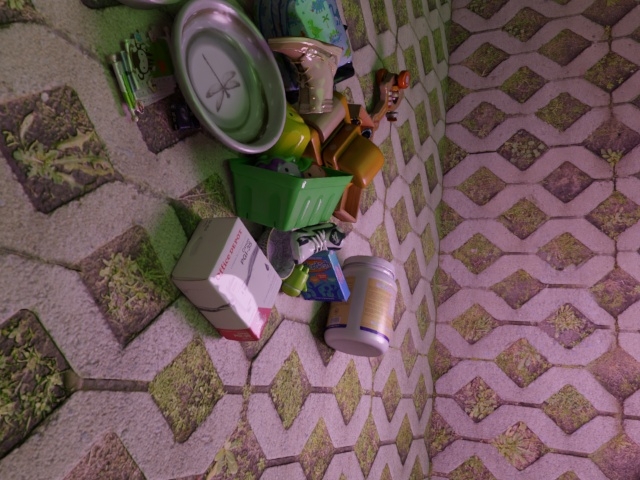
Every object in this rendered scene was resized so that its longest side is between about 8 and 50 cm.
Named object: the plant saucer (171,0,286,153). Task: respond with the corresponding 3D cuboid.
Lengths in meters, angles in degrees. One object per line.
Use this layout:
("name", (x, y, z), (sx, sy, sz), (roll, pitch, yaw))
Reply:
("plant saucer", (-0.245, -0.406, 1.417), (0.401, 0.101, 0.399), (26, 58, -52))

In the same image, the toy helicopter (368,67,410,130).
("toy helicopter", (0.298, -0.615, 2.577), (0.355, 0.140, 0.234), (-57, 148, -32))

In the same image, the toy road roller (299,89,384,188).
("toy road roller", (0.073, -0.312, 1.862), (0.202, 0.241, 0.329), (-53, 149, -22))

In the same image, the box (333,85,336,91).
("box", (0.020, -0.461, 2.063), (0.175, 0.051, 0.220), (-47, 130, -54))

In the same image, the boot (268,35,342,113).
("boot", (-0.048, -0.461, 1.574), (0.262, 0.095, 0.203), (-8, 111, -49))

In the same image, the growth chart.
("growth chart", (-0.393, -0.393, 1.280), (0.237, 0.021, 0.171), (-58, 139, -51))

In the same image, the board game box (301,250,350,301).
("board game box", (-0.007, 0.113, 1.865), (0.047, 0.160, 0.210), (-60, 139, -45))

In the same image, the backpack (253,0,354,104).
("backpack", (-0.055, -0.630, 1.715), (0.290, 0.273, 0.355), (-29, 105, -21))

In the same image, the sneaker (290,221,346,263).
("sneaker", (0.000, 0.000, 1.722), (0.235, 0.153, 0.093), (-54, 136, -72))

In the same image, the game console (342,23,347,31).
("game console", (-0.042, -0.743, 1.981), (0.293, 0.174, 0.250), (-36, 152, -57))

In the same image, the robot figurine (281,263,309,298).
("robot figurine", (-0.082, 0.130, 1.799), (0.101, 0.067, 0.115), (28, 85, -31))

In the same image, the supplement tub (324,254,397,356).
("supplement tub", (0.157, 0.246, 2.093), (0.241, 0.241, 0.331), (50, 47, -51))

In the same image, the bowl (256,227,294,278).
("bowl", (-0.147, 0.032, 1.681), (0.170, 0.080, 0.169), (4, 85, -62))

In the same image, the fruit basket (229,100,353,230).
("fruit basket", (-0.087, -0.239, 1.645), (0.392, 0.283, 0.391), (-46, 146, -45))

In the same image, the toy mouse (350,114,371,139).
("toy mouse", (0.126, -0.387, 2.007), (0.143, 0.161, 0.031), (60, 30, -43))

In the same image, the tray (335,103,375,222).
("tray", (0.115, -0.290, 2.145), (0.203, 0.076, 0.410), (29, 72, -66))

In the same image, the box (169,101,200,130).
("box", (-0.336, -0.310, 1.389), (0.083, 0.018, 0.067), (-28, 114, -60))

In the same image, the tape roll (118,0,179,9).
("tape roll", (-0.407, -0.708, 1.214), (0.392, 0.072, 0.391), (7, 82, -62))

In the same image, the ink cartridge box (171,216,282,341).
("ink cartridge box", (-0.234, 0.104, 1.463), (0.283, 0.117, 0.207), (61, 38, -43))
